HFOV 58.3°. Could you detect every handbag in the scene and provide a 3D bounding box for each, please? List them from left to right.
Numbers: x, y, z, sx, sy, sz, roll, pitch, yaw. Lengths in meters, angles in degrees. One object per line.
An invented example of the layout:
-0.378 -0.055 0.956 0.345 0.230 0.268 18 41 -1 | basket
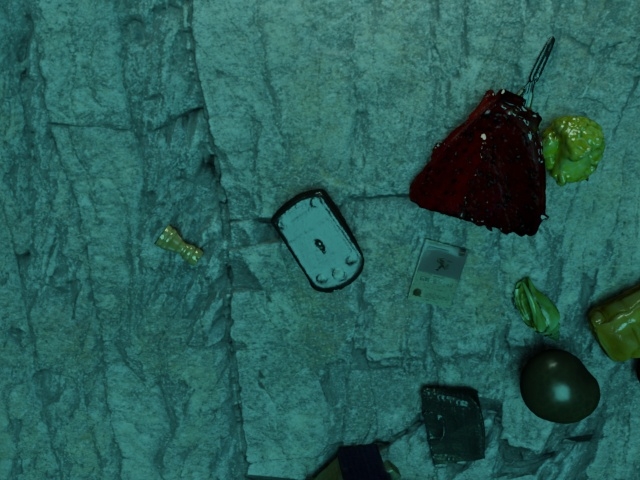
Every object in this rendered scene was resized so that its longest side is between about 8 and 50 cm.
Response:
0.389 0.542 1.681 0.175 0.089 0.271 -7 107 12 | handbag

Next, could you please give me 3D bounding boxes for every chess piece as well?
-0.378 0.018 1.544 0.122 0.066 0.066 37 104 -15 | chess piece

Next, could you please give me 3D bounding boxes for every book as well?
0.321 0.093 1.575 0.127 0.014 0.182 14 107 -3 | book

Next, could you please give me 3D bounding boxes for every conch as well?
0.597 0.198 1.572 0.095 0.079 0.201 -43 84 25 | conch

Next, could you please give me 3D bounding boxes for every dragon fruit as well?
0.419 -0.194 1.441 0.285 0.228 0.330 11 95 -25 | dragon fruit

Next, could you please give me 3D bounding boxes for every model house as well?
0.149 0.773 1.676 0.312 0.245 0.280 43 95 -12 | model house

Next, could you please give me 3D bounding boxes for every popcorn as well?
0.612 -0.216 1.401 0.142 0.173 0.174 7 110 -37 | popcorn

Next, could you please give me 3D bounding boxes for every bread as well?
0.877 0.200 1.539 0.294 0.132 0.167 -29 111 8 | bread

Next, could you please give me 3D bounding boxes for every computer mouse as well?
0.000 0.000 1.509 0.170 0.100 0.269 -31 99 7 | computer mouse

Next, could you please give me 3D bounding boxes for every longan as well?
0.651 0.402 1.576 0.212 0.198 0.198 30 105 -9 | longan

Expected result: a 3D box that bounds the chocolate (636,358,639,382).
0.960 0.355 1.580 0.176 0.177 0.177 0 107 1 | chocolate

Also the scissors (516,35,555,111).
0.527 -0.397 1.425 0.088 0.017 0.220 21 105 -5 | scissors
